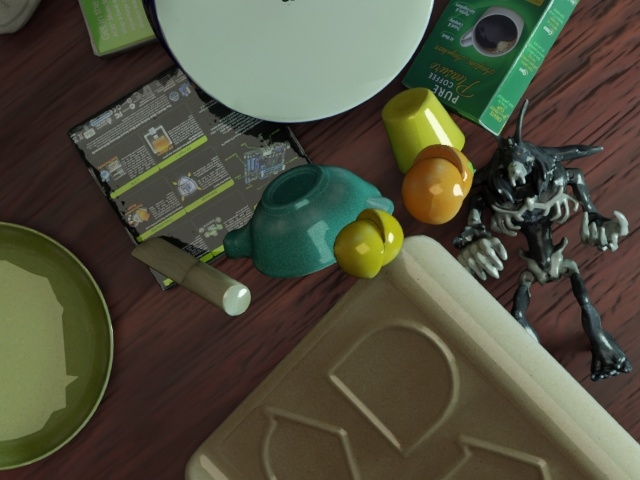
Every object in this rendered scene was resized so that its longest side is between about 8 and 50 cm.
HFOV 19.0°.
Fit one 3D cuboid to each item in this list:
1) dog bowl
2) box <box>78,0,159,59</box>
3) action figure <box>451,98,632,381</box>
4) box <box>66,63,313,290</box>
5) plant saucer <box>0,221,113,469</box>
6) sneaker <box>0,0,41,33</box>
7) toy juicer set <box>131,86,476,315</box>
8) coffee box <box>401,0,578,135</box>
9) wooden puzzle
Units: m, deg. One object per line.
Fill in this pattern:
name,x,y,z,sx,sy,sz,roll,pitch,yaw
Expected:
dog bowl,-0.031,-0.244,1.745,0.265,0.104,0.265,-3,106,-10
box,-0.099,-0.333,1.846,0.322,0.058,0.232,-18,88,0
action figure,0.209,0.006,1.790,0.164,0.141,0.276,-17,92,3
box,-0.118,-0.076,1.848,0.190,0.045,0.184,-32,91,0
plant saucer,-0.319,0.102,1.855,0.241,0.037,0.241,0,90,1
sneaker,-0.379,-0.308,1.833,0.292,0.110,0.118,39,128,13
toy juicer set,0.000,0.000,1.730,0.329,0.209,0.089,-29,121,1
coffee box,0.168,-0.202,1.816,0.113,0.040,0.184,29,89,40
wooden puzzle,0.091,0.213,1.787,0.322,0.080,0.348,45,111,5
